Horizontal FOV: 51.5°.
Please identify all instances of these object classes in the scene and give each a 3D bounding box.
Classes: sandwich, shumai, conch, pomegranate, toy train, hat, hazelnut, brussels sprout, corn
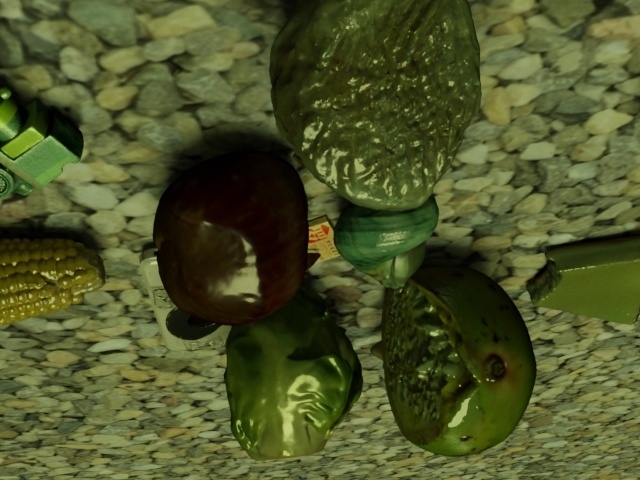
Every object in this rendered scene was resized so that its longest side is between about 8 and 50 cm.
[{"bbox_3d":[0.481,0.085,1.203,0.212,0.063,0.245,-8,143,5],"label":"sandwich"},{"bbox_3d":[0.036,-0.169,0.716,0.225,0.222,0.260,-5,108,-24],"label":"shumai"},{"bbox_3d":[0.099,-0.019,0.936,0.176,0.122,0.188,-14,151,-28],"label":"conch"},{"bbox_3d":[0.227,0.194,1.135,0.216,0.309,0.358,-7,178,-14],"label":"pomegranate"},{"bbox_3d":[-0.376,-0.132,0.728,0.132,0.083,0.200,-32,139,11],"label":"toy train"},{"bbox_3d":[-0.183,0.104,1.029,0.121,0.050,0.121,-18,146,-12],"label":"hat"},{"bbox_3d":[-0.099,0.003,0.854,0.218,0.218,0.233,7,140,-20],"label":"hazelnut"},{"bbox_3d":[-0.044,0.222,1.118,0.227,0.294,0.259,-1,169,19],"label":"brussels sprout"},{"bbox_3d":[-0.479,0.061,0.914,0.347,0.130,0.130,-7,143,-8],"label":"corn"}]

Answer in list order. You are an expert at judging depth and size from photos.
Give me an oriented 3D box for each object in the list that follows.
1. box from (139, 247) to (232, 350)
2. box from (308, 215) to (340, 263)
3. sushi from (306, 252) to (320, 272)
[{"bbox_3d":[-0.203,0.099,1.091,0.142,0.044,0.285,-6,143,-7],"label":"box"},{"bbox_3d":[0.000,0.000,1.024,0.058,0.015,0.093,-17,143,14],"label":"box"},{"bbox_3d":[-0.062,0.040,1.031,0.120,0.055,0.052,-21,128,28],"label":"sushi"}]
